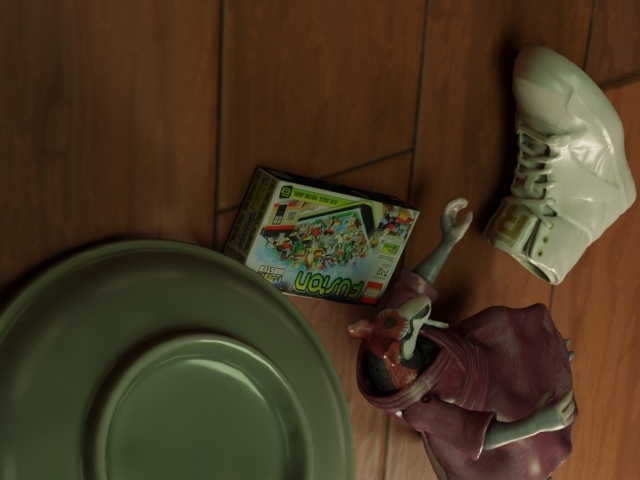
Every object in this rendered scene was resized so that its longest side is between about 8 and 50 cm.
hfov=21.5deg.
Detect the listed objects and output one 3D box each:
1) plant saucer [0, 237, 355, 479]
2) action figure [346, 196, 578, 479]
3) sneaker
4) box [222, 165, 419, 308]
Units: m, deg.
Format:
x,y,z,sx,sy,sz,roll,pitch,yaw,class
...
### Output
x,y,z,sx,sy,sz,roll,pitch,yaw,class
-0.119,0.188,1.452,0.401,0.100,0.400,7,77,-31,plant saucer
0.122,0.135,1.760,0.276,0.248,0.370,-33,148,26,action figure
0.239,-0.064,1.788,0.169,0.108,0.292,-50,140,-13,sneaker
0.000,0.000,1.651,0.207,0.036,0.114,10,107,-47,box
